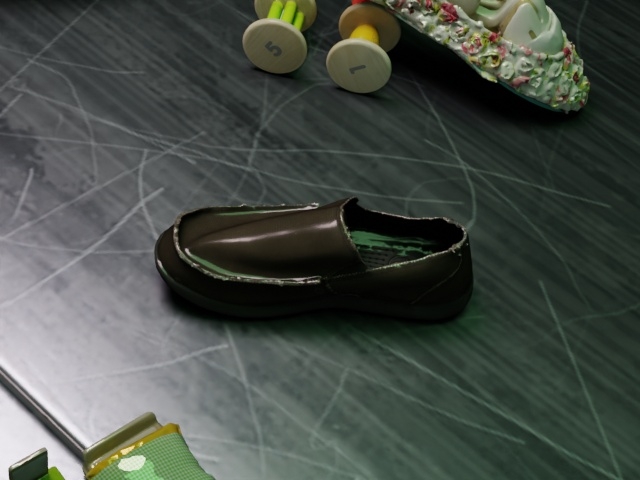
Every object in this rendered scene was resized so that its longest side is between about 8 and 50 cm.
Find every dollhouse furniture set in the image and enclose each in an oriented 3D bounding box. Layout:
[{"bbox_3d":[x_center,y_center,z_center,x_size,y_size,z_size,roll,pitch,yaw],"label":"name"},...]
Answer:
[{"bbox_3d":[-0.126,0.145,0.663,0.152,0.058,0.076,-29,60,-30],"label":"dollhouse furniture set"}]

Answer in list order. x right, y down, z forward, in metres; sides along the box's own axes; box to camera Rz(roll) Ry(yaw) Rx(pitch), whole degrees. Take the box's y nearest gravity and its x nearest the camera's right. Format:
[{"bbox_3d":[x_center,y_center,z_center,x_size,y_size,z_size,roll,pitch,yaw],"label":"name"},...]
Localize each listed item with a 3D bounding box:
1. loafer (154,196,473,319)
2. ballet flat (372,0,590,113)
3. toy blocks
[{"bbox_3d":[0.000,0.000,0.800,0.220,0.078,0.080,2,49,-9],"label":"loafer"},{"bbox_3d":[0.125,-0.185,0.945,0.241,0.077,0.091,29,44,-9],"label":"ballet flat"},{"bbox_3d":[0.010,-0.197,0.992,0.123,0.054,0.148,14,48,1],"label":"toy blocks"}]
